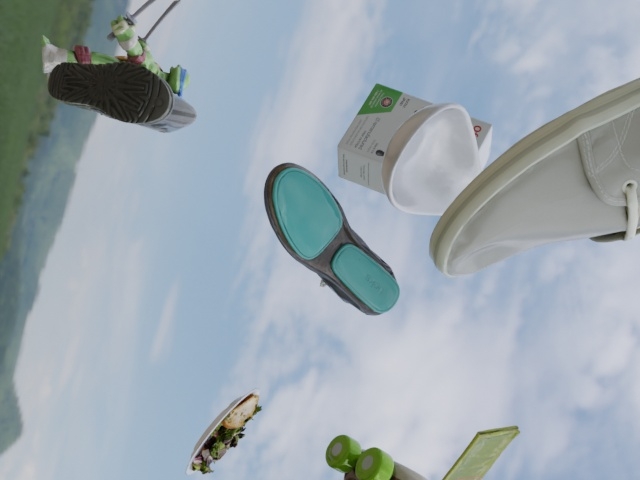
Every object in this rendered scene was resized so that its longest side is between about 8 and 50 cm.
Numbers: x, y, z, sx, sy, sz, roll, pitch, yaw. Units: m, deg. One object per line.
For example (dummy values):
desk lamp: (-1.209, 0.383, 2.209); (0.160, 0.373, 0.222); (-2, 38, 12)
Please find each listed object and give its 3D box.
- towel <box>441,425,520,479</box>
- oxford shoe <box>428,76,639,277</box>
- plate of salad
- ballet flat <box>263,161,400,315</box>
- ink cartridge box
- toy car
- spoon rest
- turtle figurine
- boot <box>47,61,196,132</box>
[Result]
towel: (0.284, 0.431, 1.853); (0.021, 0.102, 0.237); (60, -41, 36)
oxford shoe: (0.315, -0.069, 0.939); (0.130, 0.450, 0.169); (65, 3, 23)
plate of salad: (-0.167, 0.349, 1.771); (0.200, 0.048, 0.200); (-49, 168, -14)
ballet flat: (0.000, 0.000, 0.957); (0.074, 0.203, 0.074); (-29, -146, 21)
ink cartridge box: (0.152, -0.143, 1.573); (0.153, 0.209, 0.086); (-60, 162, -28)
toy car: (0.065, 0.397, 1.388); (0.149, 0.155, 0.188); (7, -114, 57)
spoon rest: (0.149, -0.078, 1.180); (0.137, 0.084, 0.276); (-55, 155, 2)
turtle figurine: (-0.381, -0.373, 1.846); (0.197, 0.267, 0.274); (-110, -160, -62)
boot: (-0.220, -0.171, 1.258); (0.208, 0.190, 0.076); (24, 86, -65)
